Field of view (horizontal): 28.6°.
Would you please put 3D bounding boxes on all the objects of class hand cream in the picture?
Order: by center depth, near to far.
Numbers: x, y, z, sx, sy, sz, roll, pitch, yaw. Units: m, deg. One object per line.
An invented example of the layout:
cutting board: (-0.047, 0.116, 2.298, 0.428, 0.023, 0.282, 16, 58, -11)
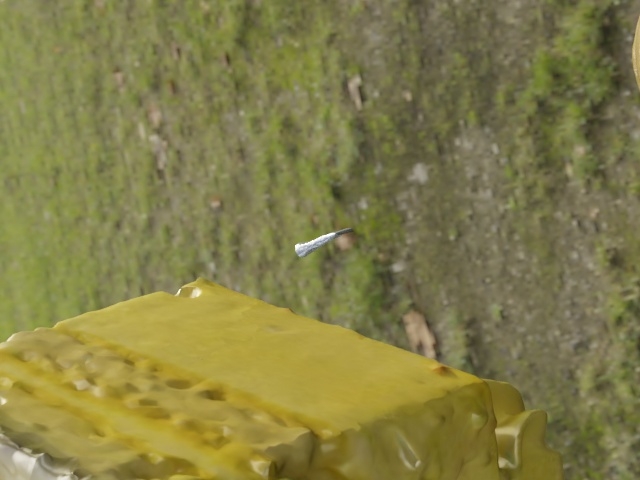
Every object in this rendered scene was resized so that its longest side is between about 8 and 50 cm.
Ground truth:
hand cream: (0.000, 0.000, 1.502, 0.093, 0.030, 0.019, -27, 80, 47)

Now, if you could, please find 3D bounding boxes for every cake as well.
cake: (-0.035, 0.156, 0.616, 0.227, 0.286, 0.222, 17, 112, 37)

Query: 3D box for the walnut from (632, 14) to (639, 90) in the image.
walnut: (0.439, -0.191, 1.122, 0.285, 0.296, 0.285, 18, -90, -87)
